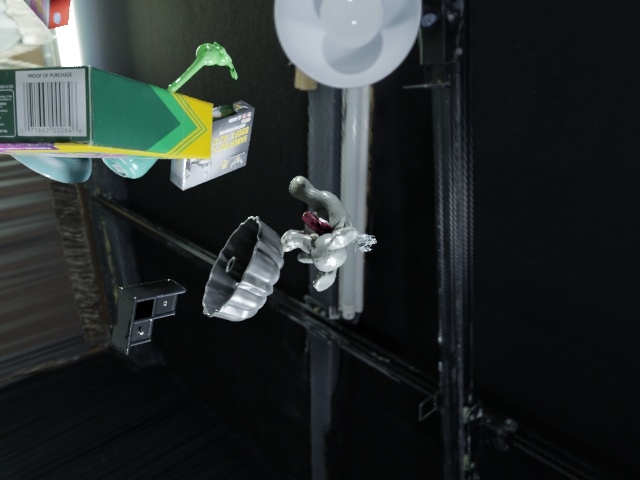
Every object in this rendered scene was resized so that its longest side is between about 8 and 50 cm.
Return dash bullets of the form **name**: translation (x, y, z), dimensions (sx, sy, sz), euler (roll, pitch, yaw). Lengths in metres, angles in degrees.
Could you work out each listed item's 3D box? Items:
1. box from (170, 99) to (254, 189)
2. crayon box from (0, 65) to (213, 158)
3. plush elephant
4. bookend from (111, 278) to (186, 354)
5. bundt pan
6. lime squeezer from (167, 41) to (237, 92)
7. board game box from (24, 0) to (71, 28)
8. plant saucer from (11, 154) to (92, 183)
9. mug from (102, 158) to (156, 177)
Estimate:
- **box**: translation (-0.282, -0.252, 1.467), dimensions (0.056, 0.231, 0.183), euler (35, -49, 23)
- **crayon box**: translation (-0.399, -0.185, 0.864), dimensions (0.362, 0.313, 0.106), euler (4, -83, 16)
- **plush elephant**: translation (0.000, 0.000, 1.761), dimensions (0.329, 0.255, 0.272), euler (23, -63, 5)
- **bookend**: translation (-0.442, 0.193, 1.444), dimensions (0.072, 0.156, 0.157), euler (26, -70, 33)
- **bundt pan**: translation (-0.221, 0.100, 1.687), dimensions (0.331, 0.124, 0.331), euler (-44, -152, 32)
- **lime squeezer**: translation (-0.262, -0.433, 1.386), dimensions (0.058, 0.310, 0.110), euler (18, -63, 14)
- **board game box**: translation (-0.732, -0.754, 1.436), dimensions (0.242, 0.064, 0.316), euler (47, -42, 10)
- **plant saucer**: translation (-0.725, -0.280, 1.456), dimensions (0.043, 0.317, 0.318), euler (-41, -111, 15)
- **mug**: translation (-0.477, -0.222, 1.375), dimensions (0.129, 0.097, 0.158), euler (33, -21, 5)
